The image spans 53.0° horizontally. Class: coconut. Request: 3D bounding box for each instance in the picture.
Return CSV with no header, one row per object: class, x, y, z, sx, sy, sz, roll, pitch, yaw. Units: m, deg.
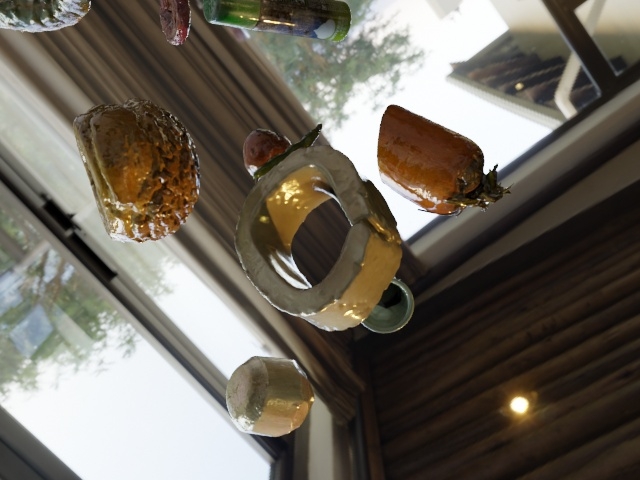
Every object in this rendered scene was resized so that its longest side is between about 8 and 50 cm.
coconut,-0.124,0.419,1.717,0.224,0.234,0.224,-37,-139,40

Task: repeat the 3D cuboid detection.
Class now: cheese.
cheese,0.001,-0.002,1.239,0.292,0.153,0.332,-41,-123,12

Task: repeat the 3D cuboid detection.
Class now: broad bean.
broad bean,-0.088,-0.244,1.835,0.297,0.043,0.060,-42,151,-33

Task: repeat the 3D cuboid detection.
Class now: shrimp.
shrimp,-0.604,-0.532,1.420,0.185,0.068,0.287,-3,174,-40

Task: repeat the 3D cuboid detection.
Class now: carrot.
carrot,0.272,-0.162,1.502,0.193,0.331,0.214,-5,120,-63

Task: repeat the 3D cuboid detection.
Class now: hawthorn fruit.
hawthorn fruit,-0.176,-0.248,1.916,0.189,0.149,0.149,-47,-166,-7

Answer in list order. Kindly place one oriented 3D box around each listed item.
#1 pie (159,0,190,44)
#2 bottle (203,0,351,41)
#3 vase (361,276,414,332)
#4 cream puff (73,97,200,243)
pie,-0.410,-0.645,1.813,0.049,0.182,0.182,-11,179,-27
bottle,-0.091,-0.506,1.421,0.330,0.093,0.093,-3,172,-31
vase,0.152,0.123,1.667,0.143,0.143,0.299,-38,-171,8
cream puff,-0.378,-0.160,1.365,0.231,0.327,0.343,-16,163,-20
